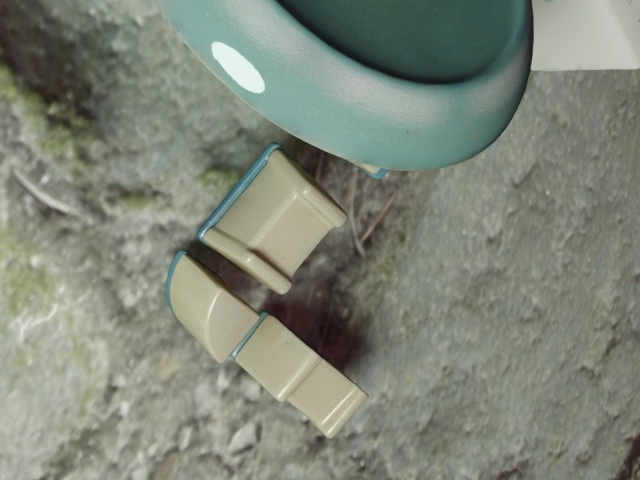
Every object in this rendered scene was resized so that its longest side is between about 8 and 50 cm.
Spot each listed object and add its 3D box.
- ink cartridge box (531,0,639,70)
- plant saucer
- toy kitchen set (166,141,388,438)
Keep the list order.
[{"bbox_3d":[0.199,-0.298,1.036,0.201,0.117,0.278,-53,127,-24],"label":"ink cartridge box"},{"bbox_3d":[0.021,-0.193,0.835,0.318,0.044,0.317,18,55,-28],"label":"plant saucer"},{"bbox_3d":[0.000,0.000,0.921,0.207,0.122,0.166,-50,128,-1],"label":"toy kitchen set"}]
